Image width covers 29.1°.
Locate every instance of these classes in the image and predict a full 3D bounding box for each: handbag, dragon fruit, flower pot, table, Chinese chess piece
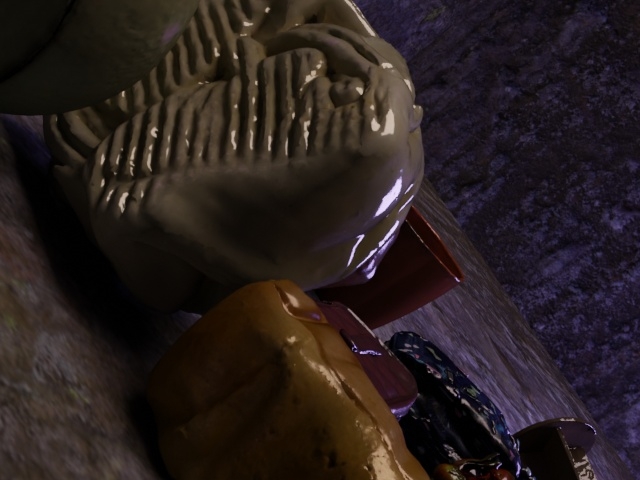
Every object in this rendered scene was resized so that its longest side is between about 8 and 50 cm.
[{"bbox_3d":[-0.001,0.140,1.192,0.146,0.135,0.225,50,12,17],"label":"handbag"},{"bbox_3d":[0.175,0.313,1.424,0.175,0.142,0.138,26,-20,-22],"label":"dragon fruit"},{"bbox_3d":[0.087,0.038,1.759,0.190,0.173,0.190,47,12,-13],"label":"flower pot"},{"bbox_3d":[0.363,0.399,1.807,0.167,0.167,0.227,40,25,-45],"label":"table"},{"bbox_3d":[-0.245,-0.278,1.012,0.146,0.349,0.349,-3,53,-56],"label":"Chinese chess piece"},{"bbox_3d":[0.167,0.234,1.616,0.260,0.113,0.162,48,5,-10],"label":"handbag"}]

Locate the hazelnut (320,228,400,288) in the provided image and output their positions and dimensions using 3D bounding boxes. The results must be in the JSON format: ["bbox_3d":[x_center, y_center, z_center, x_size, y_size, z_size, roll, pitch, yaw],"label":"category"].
[{"bbox_3d":[-0.006,-0.033,1.631,0.210,0.210,0.186,44,-18,-33],"label":"hazelnut"}]

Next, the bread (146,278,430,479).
[{"bbox_3d":[-0.011,0.177,0.937,0.294,0.167,0.132,57,13,27],"label":"bread"}]

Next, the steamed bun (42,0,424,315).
[{"bbox_3d":[-0.071,-0.072,1.144,0.394,0.347,0.237,18,-30,32],"label":"steamed bun"}]
